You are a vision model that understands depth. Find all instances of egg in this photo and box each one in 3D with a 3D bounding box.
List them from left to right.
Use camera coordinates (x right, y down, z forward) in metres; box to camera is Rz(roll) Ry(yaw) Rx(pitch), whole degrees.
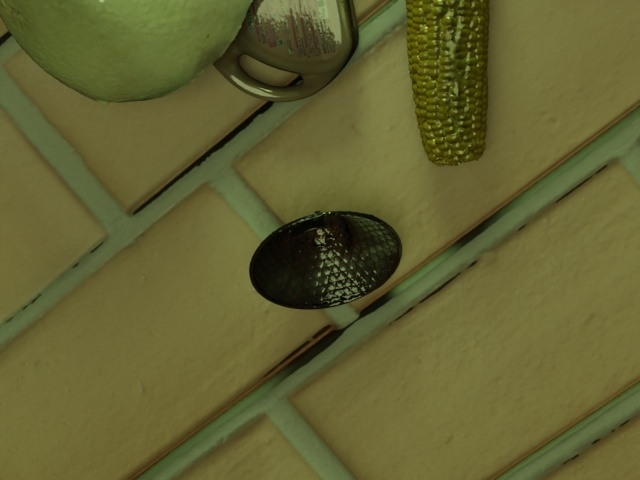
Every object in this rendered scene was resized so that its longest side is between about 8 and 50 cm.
[{"bbox_3d":[-0.254,-0.312,1.527,0.337,0.201,0.336,3,98,25],"label":"egg"}]

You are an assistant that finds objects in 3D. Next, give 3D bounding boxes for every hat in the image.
[{"bbox_3d":[0.000,0.000,1.679,0.193,0.082,0.193,-9,142,-7],"label":"hat"}]

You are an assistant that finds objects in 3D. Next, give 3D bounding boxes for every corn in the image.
[{"bbox_3d":[0.148,-0.241,1.575,0.102,0.101,0.310,2,108,8],"label":"corn"}]

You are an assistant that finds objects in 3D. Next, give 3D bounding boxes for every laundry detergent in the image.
[{"bbox_3d":[-0.075,-0.247,1.616,0.237,0.076,0.171,-9,103,12],"label":"laundry detergent"}]
